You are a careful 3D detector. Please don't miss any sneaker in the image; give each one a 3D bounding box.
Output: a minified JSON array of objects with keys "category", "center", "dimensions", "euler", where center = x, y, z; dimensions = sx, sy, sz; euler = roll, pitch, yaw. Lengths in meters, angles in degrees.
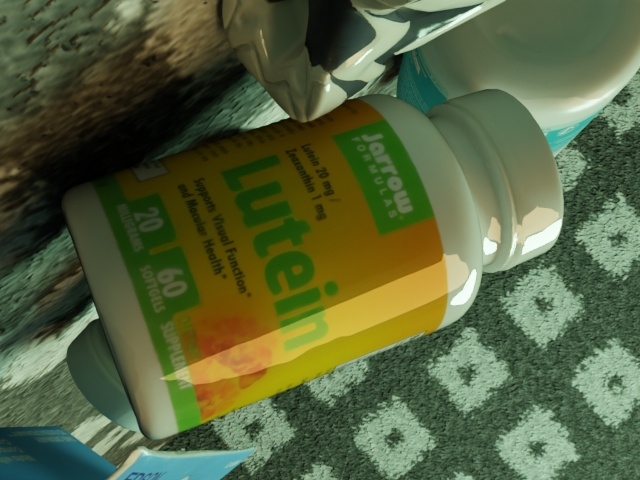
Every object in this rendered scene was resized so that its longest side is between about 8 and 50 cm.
[{"category":"sneaker","center":[0.054,-0.144,0.352],"dimensions":[0.153,0.094,0.235],"euler":[-40,173,-21]}]

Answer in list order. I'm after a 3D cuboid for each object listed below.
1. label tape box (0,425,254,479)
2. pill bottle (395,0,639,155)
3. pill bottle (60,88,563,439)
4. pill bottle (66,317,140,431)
[{"category":"label tape box","center":[-0.229,0.183,0.522],"dimensions":[0.348,0.115,0.249],"euler":[-36,166,-1]},{"category":"pill bottle","center":[0.132,-0.125,0.658],"dimensions":[0.146,0.146,0.264],"euler":[-41,173,-6]},{"category":"pill bottle","center":[0.000,0.000,0.485],"dimensions":[0.246,0.136,0.136],"euler":[-20,167,-15]},{"category":"pill bottle","center":[-0.076,0.036,0.630],"dimensions":[0.208,0.117,0.117],"euler":[-44,172,12]}]
